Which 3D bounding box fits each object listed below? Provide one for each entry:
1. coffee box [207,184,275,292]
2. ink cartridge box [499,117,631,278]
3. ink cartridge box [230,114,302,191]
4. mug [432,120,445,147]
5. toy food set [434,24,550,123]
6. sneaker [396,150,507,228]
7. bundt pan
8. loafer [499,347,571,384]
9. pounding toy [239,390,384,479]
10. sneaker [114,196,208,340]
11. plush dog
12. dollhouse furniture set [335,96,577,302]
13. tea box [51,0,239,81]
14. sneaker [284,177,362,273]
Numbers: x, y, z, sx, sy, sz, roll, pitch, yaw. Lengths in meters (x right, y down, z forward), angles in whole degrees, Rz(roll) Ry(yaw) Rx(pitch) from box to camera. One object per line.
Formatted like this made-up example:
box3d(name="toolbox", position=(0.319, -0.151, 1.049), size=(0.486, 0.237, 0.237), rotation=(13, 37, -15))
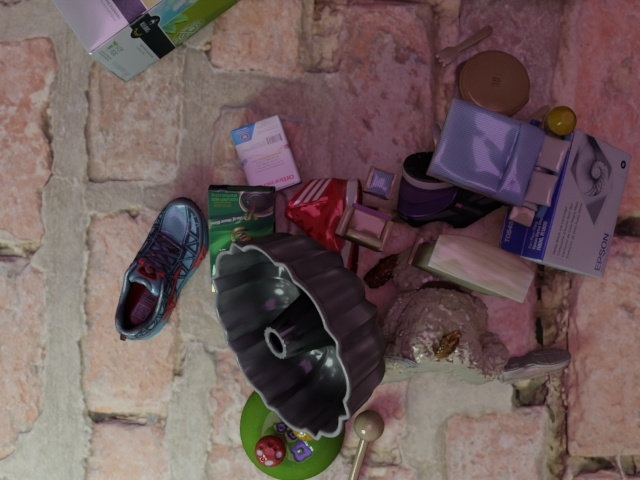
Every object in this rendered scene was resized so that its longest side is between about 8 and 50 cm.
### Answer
box3d(name="coffee box", position=(-0.131, -0.001, 1.321), size=(0.113, 0.040, 0.184), rotation=(2, 109, 0))
box3d(name="ink cartridge box", position=(0.404, -0.065, 1.276), size=(0.224, 0.045, 0.223), rotation=(13, 90, -33))
box3d(name="ink cartridge box", position=(-0.091, -0.141, 1.343), size=(0.088, 0.052, 0.122), rotation=(-19, 88, 1))
box3d(name="mug", position=(0.231, -0.173, 1.341), size=(0.064, 0.078, 0.062), rotation=(-12, 54, -7))
box3d(name="toy food set", position=(0.294, -0.265, 1.348), size=(0.132, 0.038, 0.192), rotation=(-32, 83, -6))
box3d(name="sneaker", position=(0.262, -0.085, 1.325), size=(0.283, 0.107, 0.124), rotation=(-3, 130, -14))
box3d(name="bundt pan", position=(-0.024, 0.132, 1.209), size=(0.124, 0.331, 0.331), rotation=(-26, 88, -34))
box3d(name="loafer", position=(0.365, 0.216, 1.336), size=(0.125, 0.045, 0.039), rotation=(-12, 122, 4))
box3d(name="pounding toy", position=(-0.025, 0.332, 1.306), size=(0.236, 0.110, 0.183), rotation=(22, 90, 2))
box3d(name="sneaker", position=(-0.266, 0.052, 1.308), size=(0.104, 0.125, 0.262), rotation=(21, 90, 1))
box3d(name="plush dog", position=(0.185, 0.103, 1.282), size=(0.262, 0.211, 0.225), rotation=(0, 63, 0))
box3d(name="dollhouse furniture set", position=(0.210, -0.098, 1.125), size=(0.286, 0.198, 0.303), rotation=(21, 87, -2))
box3d(name="tea box", position=(-0.308, -0.499, 1.271), size=(0.323, 0.220, 0.329), rotation=(-35, 89, 2))
box3d(name="sneaker", position=(0.000, 0.000, 1.335), size=(0.128, 0.087, 0.221), rotation=(5, 77, 10))
